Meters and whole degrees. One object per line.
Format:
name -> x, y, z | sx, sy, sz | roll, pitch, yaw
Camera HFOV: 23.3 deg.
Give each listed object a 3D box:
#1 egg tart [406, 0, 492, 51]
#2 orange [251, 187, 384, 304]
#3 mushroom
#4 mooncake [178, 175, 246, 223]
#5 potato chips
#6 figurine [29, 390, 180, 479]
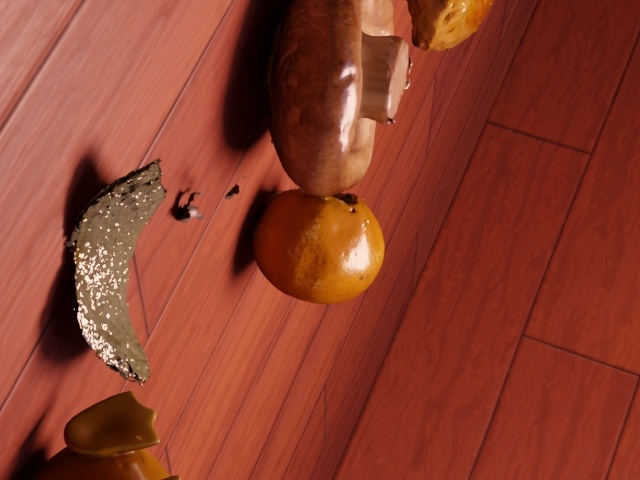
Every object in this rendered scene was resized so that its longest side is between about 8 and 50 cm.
egg tart -> 0.184, -0.431, 1.788 | 0.443, 0.178, 0.443 | -64, 180, 1
orange -> 0.000, 0.000, 1.777 | 0.134, 0.154, 0.155 | -65, 172, 23
mushroom -> 0.019, -0.177, 1.607 | 0.278, 0.146, 0.278 | 8, 90, -79
mooncake -> -0.071, -0.165, 1.418 | 0.150, 0.057, 0.347 | -3, 115, -64
potato chips -> -0.162, 0.020, 1.293 | 0.167, 0.059, 0.228 | -64, 163, -61
figurine -> -0.187, 0.270, 1.341 | 0.228, 0.215, 0.215 | 71, 37, -49
